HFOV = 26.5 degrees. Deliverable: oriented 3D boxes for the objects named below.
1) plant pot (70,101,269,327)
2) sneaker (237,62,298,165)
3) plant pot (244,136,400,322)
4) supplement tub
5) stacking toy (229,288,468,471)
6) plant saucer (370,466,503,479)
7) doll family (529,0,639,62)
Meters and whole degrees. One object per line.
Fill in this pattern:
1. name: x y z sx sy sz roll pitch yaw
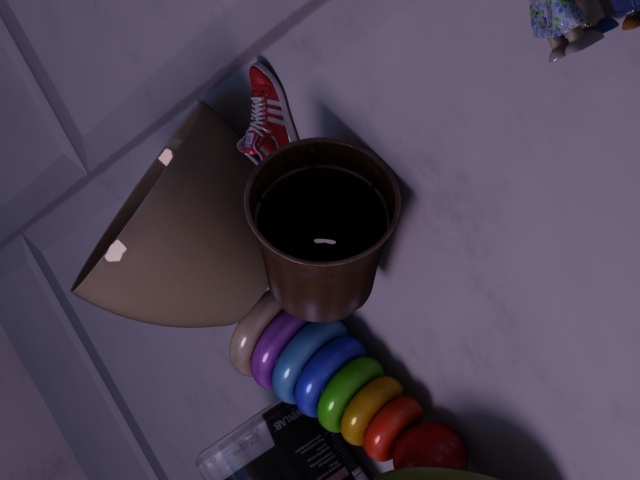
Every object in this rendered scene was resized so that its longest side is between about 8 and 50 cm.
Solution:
1. plant pot: -0.150 -0.001 1.678 0.191 0.284 0.284 36 155 -11
2. sneaker: -0.072 -0.143 1.579 0.042 0.067 0.118 7 123 57
3. plant pot: 0.000 0.000 1.511 0.167 0.167 0.165 47 157 24
4. supplement tub: -0.013 0.380 1.859 0.316 0.194 0.193 57 153 7
5. stacking toy: 0.047 0.190 1.664 0.330 0.141 0.141 35 145 27
6. plant saucer: 0.153 0.305 1.547 0.241 0.037 0.241 9 153 4
7. doll family: 0.191 -0.228 0.992 0.263 0.118 0.163 -14 105 62
